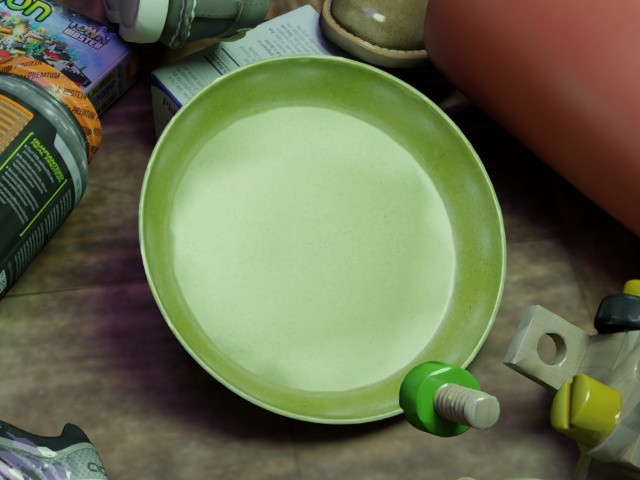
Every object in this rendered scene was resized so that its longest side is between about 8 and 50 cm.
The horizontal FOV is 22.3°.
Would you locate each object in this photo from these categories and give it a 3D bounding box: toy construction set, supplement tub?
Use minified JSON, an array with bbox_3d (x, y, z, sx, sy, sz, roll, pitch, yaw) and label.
[{"bbox_3d":[0.137,0.126,0.886,0.309,0.257,0.237,2,2,-21],"label":"toy construction set"},{"bbox_3d":[-0.227,-0.026,1.044,0.117,0.117,0.190,21,50,16],"label":"supplement tub"}]

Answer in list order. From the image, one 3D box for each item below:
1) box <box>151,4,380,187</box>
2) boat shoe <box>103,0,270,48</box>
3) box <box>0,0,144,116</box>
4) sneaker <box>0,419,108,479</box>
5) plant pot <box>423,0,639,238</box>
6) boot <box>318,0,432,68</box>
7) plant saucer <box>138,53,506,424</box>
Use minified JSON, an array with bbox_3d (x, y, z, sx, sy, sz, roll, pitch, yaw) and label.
[{"bbox_3d":[-0.028,-0.081,1.130,0.137,0.072,0.126,-26,54,-24],"label":"box"},{"bbox_3d":[-0.105,-0.202,1.172,0.091,0.109,0.305,2,19,-13],"label":"boat shoe"},{"bbox_3d":[-0.247,-0.143,1.201,0.207,0.036,0.114,26,52,20],"label":"box"},{"bbox_3d":[-0.201,0.143,0.932,0.170,0.063,0.075,-7,49,-15],"label":"sneaker"},{"bbox_3d":[0.247,-0.123,1.069,0.275,0.275,0.243,-26,63,-23],"label":"plant pot"},{"bbox_3d":[0.109,-0.223,1.195,0.112,0.115,0.305,37,46,17],"label":"boot"},{"bbox_3d":[0.000,0.000,1.028,0.241,0.037,0.241,5,73,-17],"label":"plant saucer"}]
